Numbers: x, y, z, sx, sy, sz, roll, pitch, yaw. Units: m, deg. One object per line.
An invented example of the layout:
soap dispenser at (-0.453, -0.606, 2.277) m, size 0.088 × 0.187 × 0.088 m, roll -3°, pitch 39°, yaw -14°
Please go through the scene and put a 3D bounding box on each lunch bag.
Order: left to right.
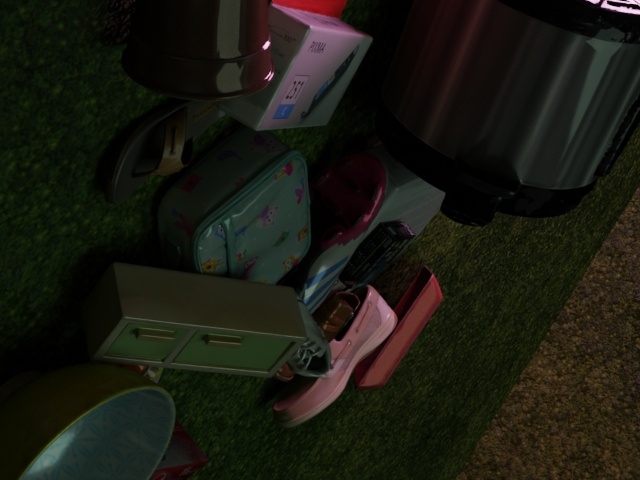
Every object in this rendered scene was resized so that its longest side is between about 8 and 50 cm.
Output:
lunch bag at (-0.118, -0.006, 1.725) m, size 0.224 × 0.108 × 0.279 m, roll -43°, pitch 154°, yaw -26°

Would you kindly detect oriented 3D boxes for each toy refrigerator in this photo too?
toy refrigerator at (-0.160, 0.109, 1.628) m, size 0.269 × 0.094 × 0.102 m, roll 11°, pitch 137°, yaw -34°

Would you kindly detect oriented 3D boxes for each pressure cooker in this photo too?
pressure cooker at (0.279, -0.234, 1.869) m, size 0.370 × 0.375 × 0.420 m, roll -8°, pitch 130°, yaw -40°

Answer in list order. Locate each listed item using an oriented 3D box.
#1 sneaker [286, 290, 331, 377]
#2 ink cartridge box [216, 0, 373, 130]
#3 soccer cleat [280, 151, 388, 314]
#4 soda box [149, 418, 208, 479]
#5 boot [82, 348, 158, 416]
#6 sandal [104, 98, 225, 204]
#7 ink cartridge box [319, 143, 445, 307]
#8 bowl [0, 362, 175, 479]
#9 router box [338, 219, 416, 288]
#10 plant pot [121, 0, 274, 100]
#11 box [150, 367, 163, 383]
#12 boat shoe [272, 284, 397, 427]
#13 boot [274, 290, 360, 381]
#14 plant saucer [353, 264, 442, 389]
sneaker at (-0.036, 0.141, 1.864) m, size 0.094 × 0.091 × 0.258 m, roll -42°, pitch 157°, yaw 4°
ink cartridge box at (0.001, -0.266, 1.560) m, size 0.261 × 0.066 × 0.296 m, roll -62°, pitch 169°, yaw 14°
soccer cleat at (0.000, 0.000, 1.977) m, size 0.331 × 0.116 × 0.143 m, roll -55°, pitch 166°, yaw 14°
soda box at (-0.261, 0.322, 1.851) m, size 0.083 × 0.092 × 0.263 m, roll -42°, pitch 166°, yaw 8°
boot at (-0.300, 0.179, 1.683) m, size 0.158 × 0.059 × 0.084 m, roll -35°, pitch 125°, yaw 19°
sandal at (-0.174, -0.118, 1.528) m, size 0.219 × 0.060 × 0.090 m, roll -40°, pitch 153°, yaw -31°
ink cartridge box at (0.091, -0.034, 2.166) m, size 0.308 × 0.091 × 0.385 m, roll -26°, pitch 160°, yaw -49°
bowl at (-0.339, 0.254, 1.587) m, size 0.289 × 0.156 × 0.289 m, roll -40°, pitch 152°, yaw -27°
router box at (0.091, 0.023, 2.067) m, size 0.122 × 0.038 × 0.092 m, roll -48°, pitch 165°, yaw 21°
plant pot at (-0.125, -0.258, 1.331) m, size 0.167 × 0.167 × 0.165 m, roll -31°, pitch 139°, yaw -43°
box at (-0.274, 0.201, 1.791) m, size 0.105 × 0.043 × 0.179 m, roll -18°, pitch 135°, yaw -55°
boat shoe at (0.011, 0.208, 2.290) m, size 0.302 × 0.109 × 0.098 m, roll -45°, pitch 117°, yaw -16°
boot at (-0.017, 0.155, 2.141) m, size 0.152 × 0.073 × 0.197 m, roll -45°, pitch 176°, yaw 22°
plant saucer at (0.154, 0.174, 2.439) m, size 0.259 × 0.047 × 0.258 m, roll -55°, pitch 180°, yaw 3°
